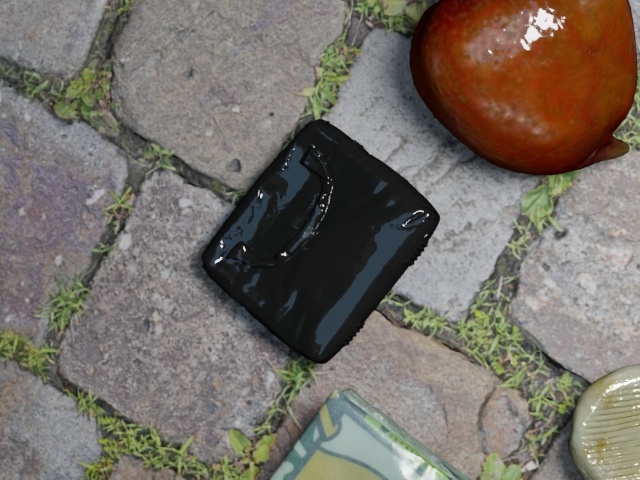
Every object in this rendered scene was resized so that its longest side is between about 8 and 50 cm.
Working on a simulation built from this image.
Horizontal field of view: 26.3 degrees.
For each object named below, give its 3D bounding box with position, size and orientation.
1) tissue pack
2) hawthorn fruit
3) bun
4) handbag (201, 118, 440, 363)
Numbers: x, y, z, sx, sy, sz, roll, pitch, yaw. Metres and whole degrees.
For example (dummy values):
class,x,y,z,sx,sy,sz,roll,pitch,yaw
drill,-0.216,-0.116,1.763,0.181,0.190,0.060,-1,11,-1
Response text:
class,x,y,z,sx,sy,sz,roll,pitch,yaw
tissue pack,0.029,0.382,1.812,0.228,0.128,0.311,37,94,12
hawthorn fruit,0.256,-0.230,1.739,0.295,0.295,0.311,-6,110,10
bun,0.399,0.242,1.764,0.183,0.102,0.183,0,94,-6
handbag,0.000,0.000,1.860,0.244,0.088,0.275,39,98,12
